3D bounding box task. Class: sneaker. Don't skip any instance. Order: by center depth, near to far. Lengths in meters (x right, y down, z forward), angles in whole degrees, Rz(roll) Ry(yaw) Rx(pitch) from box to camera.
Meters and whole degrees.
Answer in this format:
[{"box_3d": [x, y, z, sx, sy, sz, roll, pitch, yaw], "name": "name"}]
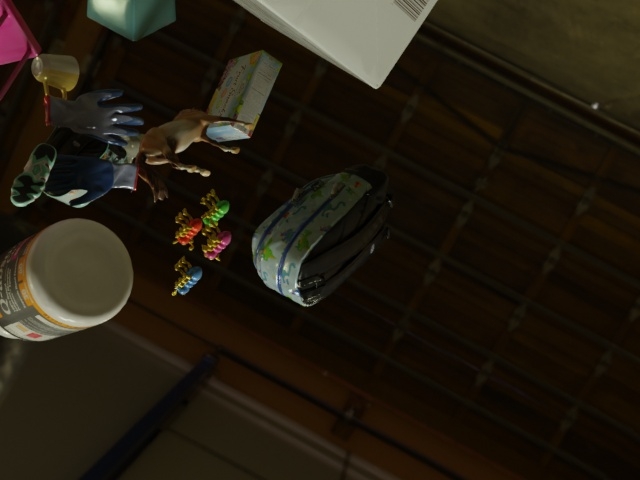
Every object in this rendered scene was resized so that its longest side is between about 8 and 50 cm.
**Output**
[{"box_3d": [-0.392, -0.079, 1.017, 0.038, 0.098, 0.069, 30, 150, -16], "name": "sneaker"}]

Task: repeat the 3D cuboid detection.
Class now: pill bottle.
[{"box_3d": [-0.425, 0.072, 1.167, 0.162, 0.162, 0.278, 20, 154, -38], "name": "pill bottle"}]

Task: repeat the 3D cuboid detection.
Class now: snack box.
[{"box_3d": [-0.198, -0.350, 1.824, 0.070, 0.207, 0.174, 28, 168, -33], "name": "snack box"}]

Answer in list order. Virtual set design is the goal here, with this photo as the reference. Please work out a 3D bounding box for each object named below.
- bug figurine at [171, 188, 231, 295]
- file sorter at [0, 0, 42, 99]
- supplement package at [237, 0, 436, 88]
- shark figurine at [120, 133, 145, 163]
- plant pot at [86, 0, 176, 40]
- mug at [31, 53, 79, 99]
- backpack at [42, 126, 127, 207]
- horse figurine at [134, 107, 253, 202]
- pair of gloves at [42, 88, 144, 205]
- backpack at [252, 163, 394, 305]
[{"box_3d": [-0.302, 0.005, 1.876, 0.072, 0.216, 0.279, 32, -151, -31], "name": "bug figurine"}, {"box_3d": [-0.589, -0.327, 1.064, 0.182, 0.202, 0.291, -83, -21, -43], "name": "file sorter"}, {"box_3d": [-0.017, -0.321, 0.754, 0.198, 0.199, 0.262, 27, -169, -42], "name": "supplement package"}, {"box_3d": [-0.477, -0.231, 1.929, 0.166, 0.116, 0.278, 4, -170, -12], "name": "shark figurine"}, {"box_3d": [-0.472, -0.660, 1.865, 0.165, 0.234, 0.166, 30, -133, 16], "name": "plant pot"}, {"box_3d": [-0.461, -0.291, 1.296, 0.064, 0.062, 0.078, 1, -129, -55], "name": "mug"}, {"box_3d": [-0.541, -0.171, 1.666, 0.166, 0.188, 0.144, 39, 174, 21], "name": "backpack"}, {"box_3d": [-0.247, -0.175, 1.350, 0.174, 0.066, 0.263, 21, -135, 24], "name": "horse figurine"}, {"box_3d": [-0.369, -0.150, 1.208, 0.159, 0.198, 0.023, 0, -158, -24], "name": "pair of gloves"}, {"box_3d": [0.000, 0.000, 1.858, 0.273, 0.356, 0.290, 20, 143, 16], "name": "backpack"}]
